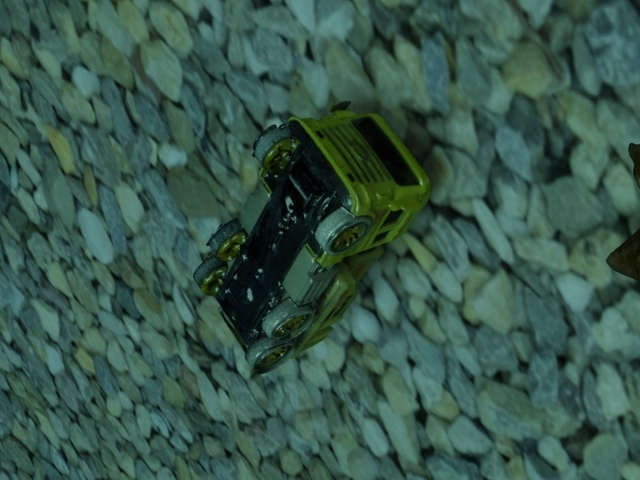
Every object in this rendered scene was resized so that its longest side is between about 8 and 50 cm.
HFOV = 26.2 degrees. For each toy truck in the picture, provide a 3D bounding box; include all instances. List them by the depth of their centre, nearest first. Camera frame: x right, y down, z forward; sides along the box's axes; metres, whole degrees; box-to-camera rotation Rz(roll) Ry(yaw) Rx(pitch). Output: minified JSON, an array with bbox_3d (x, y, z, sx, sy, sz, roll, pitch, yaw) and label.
[{"bbox_3d":[0.000,0.000,1.270,0.124,0.157,0.272,54,139,22],"label":"toy truck"}]

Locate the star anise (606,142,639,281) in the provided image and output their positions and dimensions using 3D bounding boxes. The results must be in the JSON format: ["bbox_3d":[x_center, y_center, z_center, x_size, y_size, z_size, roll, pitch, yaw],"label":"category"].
[{"bbox_3d":[0.316,-0.027,0.951,0.292,0.109,0.349,46,143,-2],"label":"star anise"}]
